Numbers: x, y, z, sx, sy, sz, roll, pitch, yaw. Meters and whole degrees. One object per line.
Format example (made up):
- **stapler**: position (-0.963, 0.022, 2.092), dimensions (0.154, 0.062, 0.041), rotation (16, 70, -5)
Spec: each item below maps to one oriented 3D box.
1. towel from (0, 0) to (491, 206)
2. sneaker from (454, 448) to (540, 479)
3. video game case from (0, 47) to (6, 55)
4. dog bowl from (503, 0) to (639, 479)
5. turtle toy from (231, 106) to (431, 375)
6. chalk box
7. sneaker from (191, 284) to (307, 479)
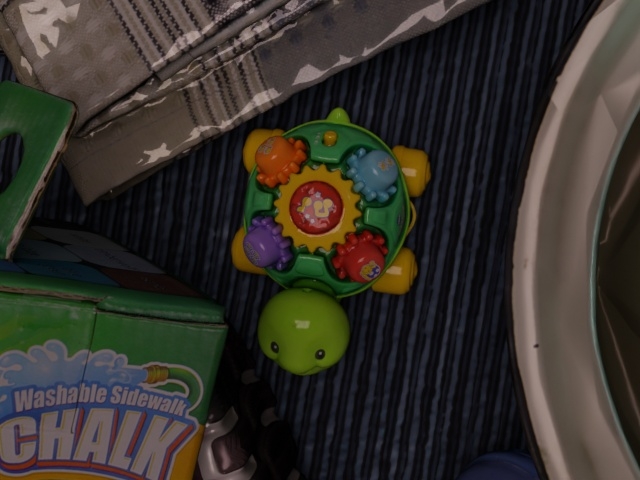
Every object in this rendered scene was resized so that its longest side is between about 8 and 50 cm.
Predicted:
- **towel**: position (-0.054, -0.221, 0.676), dimensions (0.312, 0.056, 0.324), rotation (-29, 87, 6)
- **sneaker**: position (0.086, 0.240, 0.616), dimensions (0.112, 0.131, 0.296), rotation (-25, 70, 51)
- **video game case**: position (-0.212, -0.190, 0.737), dimensions (0.274, 0.026, 0.196), rotation (-4, 89, 9)
- **dog bowl**: position (0.284, 0.018, 0.605), dimensions (0.408, 0.150, 0.408), rotation (0, 90, 9)
- **turtle toy**: position (0.000, 0.000, 0.685), dimensions (0.095, 0.066, 0.130), rotation (7, 91, 8)
- **chalk box**: position (-0.167, 0.074, 0.603), dimensions (0.179, 0.180, 0.289), rotation (8, 98, -33)
- **sneaker**: position (-0.077, 0.171, 0.678), dimensions (0.162, 0.106, 0.281), rotation (-23, 87, 10)
